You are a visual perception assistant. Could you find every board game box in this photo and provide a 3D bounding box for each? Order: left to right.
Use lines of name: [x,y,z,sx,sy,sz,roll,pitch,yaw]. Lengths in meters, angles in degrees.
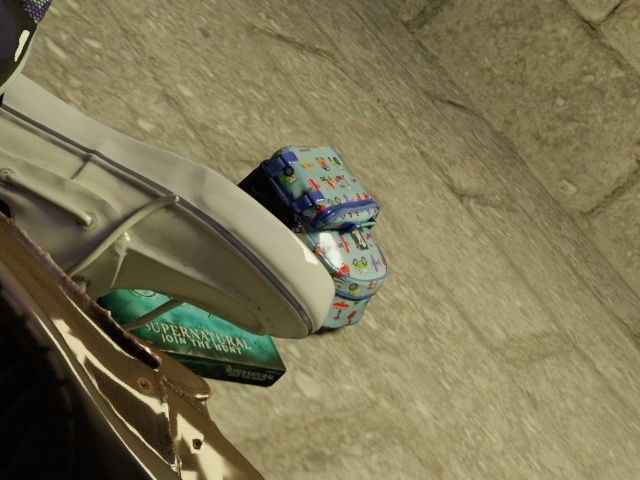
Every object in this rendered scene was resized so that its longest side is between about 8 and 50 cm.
board game box: [-0.120,0.056,0.782,0.186,0.026,0.126,18,35,-47]

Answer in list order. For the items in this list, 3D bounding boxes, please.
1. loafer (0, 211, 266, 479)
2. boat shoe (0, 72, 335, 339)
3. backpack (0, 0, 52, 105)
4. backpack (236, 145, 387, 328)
loafer: [-0.138,0.112,0.545,0.366,0.134,0.130,52,18,-8]
boat shoe: [-0.177,-0.001,0.627,0.367,0.136,0.156,31,65,-2]
backpack: [-0.248,-0.135,0.479,0.191,0.225,0.253,60,11,-25]
backpack: [0.000,0.000,0.970,0.173,0.117,0.158,55,25,17]
